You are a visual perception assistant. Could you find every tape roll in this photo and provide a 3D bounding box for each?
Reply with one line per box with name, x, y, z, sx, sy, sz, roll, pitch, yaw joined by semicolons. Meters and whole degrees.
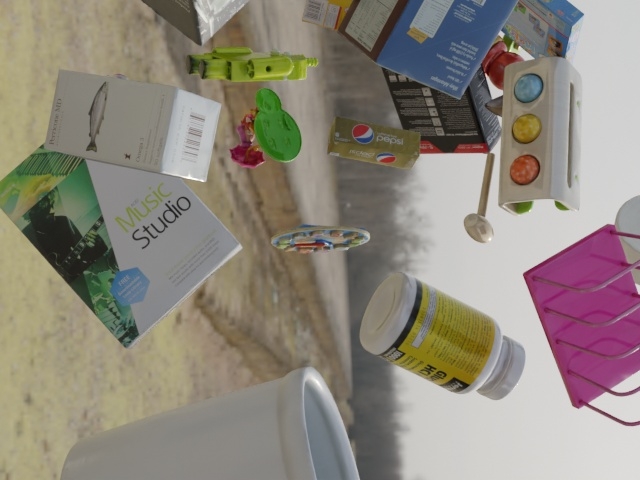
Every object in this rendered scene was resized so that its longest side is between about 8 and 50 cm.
tape roll;0.876;0.003;2.510;0.286;0.286;0.100;-91;179;-48

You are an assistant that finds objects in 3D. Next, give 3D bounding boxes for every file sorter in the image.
file sorter;0.535;0.153;1.783;0.291;0.202;0.182;66;-16;-17

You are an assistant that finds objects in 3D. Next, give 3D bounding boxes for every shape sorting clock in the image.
shape sorting clock;0.000;0.000;2.085;0.206;0.206;0.040;76;13;-81

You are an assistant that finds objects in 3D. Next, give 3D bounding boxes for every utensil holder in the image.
utensil holder;-0.153;0.401;1.525;0.327;0.385;0.328;-18;90;-81

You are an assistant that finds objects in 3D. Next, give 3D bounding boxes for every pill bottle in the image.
pill bottle;0.269;0.218;2.168;0.188;0.334;0.188;-55;-162;27

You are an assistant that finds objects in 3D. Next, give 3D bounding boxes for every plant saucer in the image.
plant saucer;0.460;-0.307;2.195;0.198;0.198;0.036;-85;158;-76

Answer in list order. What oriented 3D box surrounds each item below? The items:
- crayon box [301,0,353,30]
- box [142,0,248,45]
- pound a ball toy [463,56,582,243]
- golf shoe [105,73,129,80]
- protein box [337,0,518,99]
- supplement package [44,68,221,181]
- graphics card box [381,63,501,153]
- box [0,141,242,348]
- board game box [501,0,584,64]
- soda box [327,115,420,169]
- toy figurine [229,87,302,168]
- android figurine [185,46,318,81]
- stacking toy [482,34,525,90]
crayon box;0.077;-0.545;1.961;0.081;0.165;0.278;-73;179;-56
box;-0.259;-0.832;2.495;0.480;0.297;0.472;-47;170;-15
pound a ball toy;0.364;-0.166;1.861;0.135;0.208;0.319;24;67;-51
golf shoe;-0.440;-0.287;2.056;0.306;0.115;0.140;179;-73;-77
protein box;0.175;-0.369;1.617;0.201;0.199;0.136;-60;-140;19
supplement package;-0.232;-0.142;1.237;0.105;0.179;0.105;6;95;-65
graphics card box;0.274;-0.382;2.390;0.094;0.232;0.371;-49;128;-36
box;-0.309;-0.031;1.514;0.322;0.232;0.058;47;-5;6
board game box;0.407;-0.403;1.859;0.160;0.039;0.211;44;-8;17
soda box;0.108;-0.197;2.029;0.058;0.181;0.061;118;-21;-61
toy figurine;-0.147;-0.232;2.241;0.159;0.130;0.173;-23;-97;46
android figurine;-0.141;-0.376;2.135;0.248;0.272;0.056;-148;-125;-60
stacking toy;0.514;-0.511;2.412;0.279;0.130;0.309;-27;151;-47
